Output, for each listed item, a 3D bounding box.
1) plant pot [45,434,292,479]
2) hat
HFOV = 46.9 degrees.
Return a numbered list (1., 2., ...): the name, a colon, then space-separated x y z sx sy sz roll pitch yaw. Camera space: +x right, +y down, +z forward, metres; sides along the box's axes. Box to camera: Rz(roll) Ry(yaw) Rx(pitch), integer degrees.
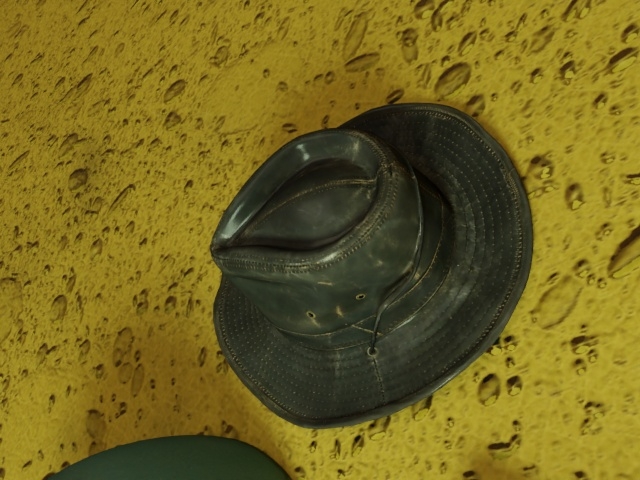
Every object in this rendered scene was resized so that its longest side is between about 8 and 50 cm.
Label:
1. plant pot: -0.167 0.292 0.587 0.290 0.195 0.290 -17 61 33
2. hat: 0.000 0.000 0.631 0.331 0.134 0.331 -16 61 32
